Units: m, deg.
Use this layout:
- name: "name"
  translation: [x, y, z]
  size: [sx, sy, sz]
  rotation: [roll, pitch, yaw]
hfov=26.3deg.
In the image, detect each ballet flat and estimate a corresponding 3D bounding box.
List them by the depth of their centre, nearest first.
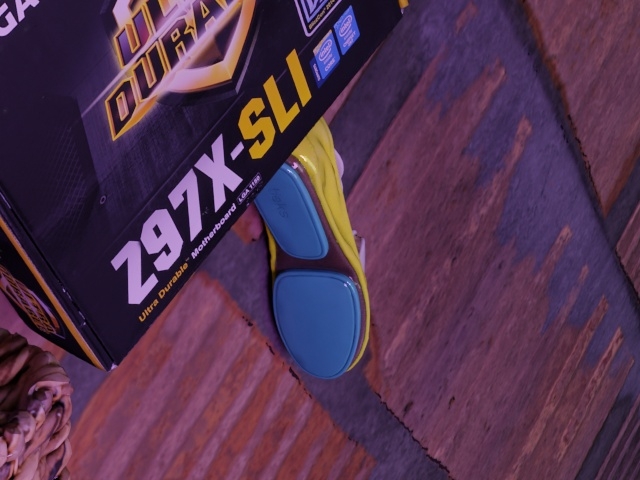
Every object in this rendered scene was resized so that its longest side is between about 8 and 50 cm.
- name: "ballet flat"
  translation: [0.000, 0.000, 0.983]
  size: [0.231, 0.077, 0.077]
  rotation: [76, 30, -42]

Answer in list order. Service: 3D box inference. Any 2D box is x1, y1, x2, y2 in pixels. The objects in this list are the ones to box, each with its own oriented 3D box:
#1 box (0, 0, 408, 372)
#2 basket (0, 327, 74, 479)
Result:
- name: "box"
  translation: [-0.089, -0.125, 0.762]
  size: [0.322, 0.079, 0.257]
  rotation: [-52, 147, -24]
- name: "basket"
  translation: [-0.246, 0.172, 0.575]
  size: [0.299, 0.213, 0.223]
  rotation: [-25, 128, -48]
